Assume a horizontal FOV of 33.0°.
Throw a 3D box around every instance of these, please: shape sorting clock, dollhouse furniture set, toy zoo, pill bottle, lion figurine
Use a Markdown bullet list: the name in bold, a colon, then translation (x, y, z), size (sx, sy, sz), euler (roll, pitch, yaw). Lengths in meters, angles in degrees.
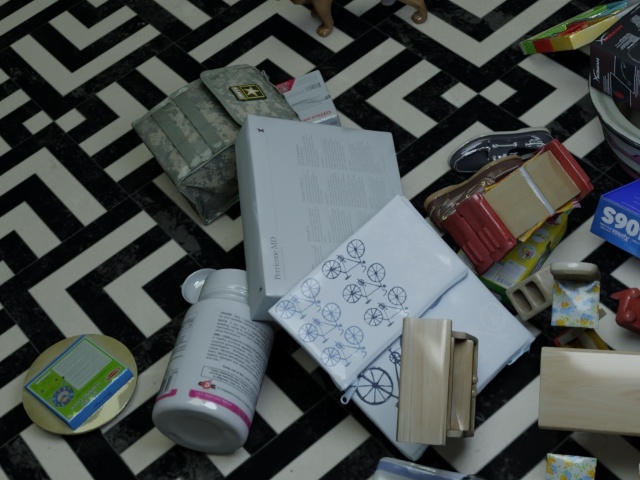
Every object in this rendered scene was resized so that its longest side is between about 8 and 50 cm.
- **shape sorting clock**: translation (-0.426, 0.254, 1.913), size (0.206, 0.040, 0.206), euler (-6, 47, 6)
- **dollhouse furniture set**: translation (0.397, 0.046, 1.785), size (0.201, 0.152, 0.374), euler (-32, 82, -22)
- **toy zoo**: translation (0.532, -0.422, 2.123), size (0.192, 0.030, 0.293), euler (-26, 11, -7)
- **dollhouse furniture set**: translation (0.329, 0.210, 1.525), size (0.394, 0.256, 0.362), euler (2, 82, 17)
- **pill bottle**: translation (-0.168, 0.198, 1.815), size (0.160, 0.160, 0.283), euler (2, 52, 16)
- **lion figurine**: translation (0.066, -0.575, 2.344), size (0.392, 0.240, 0.142), euler (-12, 49, 4)

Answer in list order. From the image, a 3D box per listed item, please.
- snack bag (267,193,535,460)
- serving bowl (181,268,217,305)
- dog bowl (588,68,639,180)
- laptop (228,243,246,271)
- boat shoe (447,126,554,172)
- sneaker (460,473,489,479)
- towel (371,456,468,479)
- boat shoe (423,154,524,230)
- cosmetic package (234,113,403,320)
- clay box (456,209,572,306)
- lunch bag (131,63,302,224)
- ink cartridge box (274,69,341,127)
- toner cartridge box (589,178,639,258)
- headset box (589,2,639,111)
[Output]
- **snack bag**: translation (0.138, 0.139, 1.743), size (0.323, 0.037, 0.342), euler (-40, 86, -23)
- **serving bowl**: translation (-0.214, 0.093, 2.002), size (0.083, 0.027, 0.083), euler (-7, 50, 8)
- **dog bowl**: translation (0.698, -0.244, 1.969), size (0.408, 0.150, 0.408), euler (-8, 50, 9)
- **laptop**: translation (0.000, 0.000, 2.035), size (0.264, 0.136, 0.234), euler (-7, 44, 43)
- **boat shoe**: translation (0.345, -0.162, 2.040), size (0.206, 0.075, 0.065), euler (-13, 46, -3)
- **sneaker**: translation (0.274, 0.409, 1.555), size (0.067, 0.078, 0.188), euler (-29, 67, -28)
- **towel**: translation (0.141, 0.463, 1.602), size (0.209, 0.034, 0.285), euler (10, 54, 22)
- **boat shoe**: translation (0.296, -0.082, 1.991), size (0.207, 0.073, 0.073), euler (-30, 46, -1)
- **cosmetic package**: translation (0.008, -0.035, 1.894), size (0.284, 0.097, 0.377), euler (7, 55, -21)
- **clay box**: translation (0.344, 0.001, 1.918), size (0.127, 0.053, 0.222), euler (27, 60, 28)
- **lunch bag**: translation (-0.189, -0.214, 2.140), size (0.287, 0.169, 0.235), euler (-36, 51, -4)
- **ink cartridge box**: translation (-0.028, -0.268, 2.230), size (0.109, 0.063, 0.150), euler (-19, 50, -1)
- **toner cartridge box**: translation (0.637, 0.013, 1.776), size (0.165, 0.075, 0.348), euler (-20, 42, -41)
- **headset box**: translation (0.647, -0.301, 1.857), size (0.218, 0.110, 0.293), euler (-39, 52, -18)
